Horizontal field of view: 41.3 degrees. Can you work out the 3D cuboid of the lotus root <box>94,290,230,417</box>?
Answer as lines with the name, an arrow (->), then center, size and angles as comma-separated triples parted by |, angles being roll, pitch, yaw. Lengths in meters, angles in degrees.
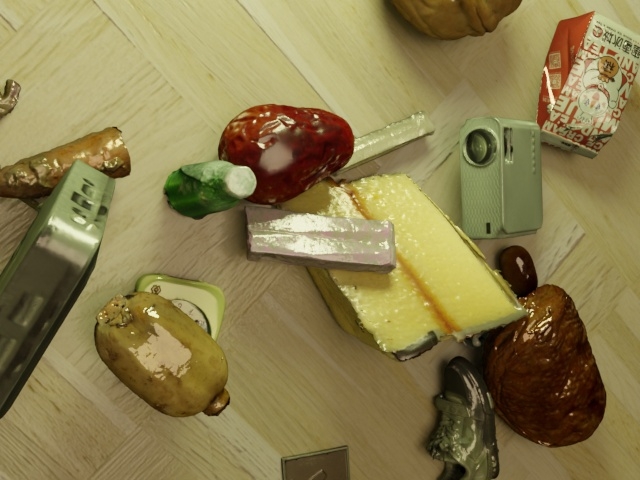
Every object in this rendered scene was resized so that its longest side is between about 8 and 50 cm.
lotus root -> -0.268, 0.208, 1.485 | 0.160, 0.146, 0.284 | -42, 110, 4

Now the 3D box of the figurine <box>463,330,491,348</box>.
figurine -> 0.346, 0.186, 1.842 | 0.094, 0.082, 0.086 | -11, 74, -21

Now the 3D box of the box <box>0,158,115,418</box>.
box -> -0.449, 0.086, 1.301 | 0.111, 0.396, 0.397 | 31, 101, -18

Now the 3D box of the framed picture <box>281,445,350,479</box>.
framed picture -> -0.007, 0.487, 1.744 | 0.149, 0.011, 0.109 | -5, 93, -22

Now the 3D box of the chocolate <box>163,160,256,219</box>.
chocolate -> -0.189, -0.095, 1.504 | 0.110, 0.291, 0.110 | 0, 90, -25

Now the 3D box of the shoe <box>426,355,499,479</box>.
shoe -> 0.287, 0.404, 1.807 | 0.149, 0.109, 0.293 | -21, 104, -26

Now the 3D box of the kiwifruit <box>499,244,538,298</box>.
kiwifruit -> 0.439, 0.069, 1.885 | 0.075, 0.075, 0.124 | -27, 104, -20

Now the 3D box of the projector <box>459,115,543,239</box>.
projector -> 0.381, -0.132, 1.799 | 0.198, 0.108, 0.251 | -8, 97, -52

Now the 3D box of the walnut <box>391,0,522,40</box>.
walnut -> 0.268, -0.552, 1.702 | 0.277, 0.252, 0.313 | -42, 116, -16

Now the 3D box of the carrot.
carrot -> -0.464, -0.123, 1.479 | 0.263, 0.102, 0.102 | -20, 99, -29

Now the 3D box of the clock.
clock -> -0.280, 0.183, 1.593 | 0.170, 0.069, 0.232 | 13, 88, -23

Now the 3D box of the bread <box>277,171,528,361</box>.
bread -> 0.157, 0.027, 1.692 | 0.345, 0.242, 0.405 | -27, 106, -20

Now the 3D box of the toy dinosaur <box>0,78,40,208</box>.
toy dinosaur -> -0.580, -0.148, 1.463 | 0.199, 0.072, 0.251 | -12, 87, -30

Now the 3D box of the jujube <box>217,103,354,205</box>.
jujube -> -0.065, -0.170, 1.617 | 0.255, 0.190, 0.190 | -12, 96, -25

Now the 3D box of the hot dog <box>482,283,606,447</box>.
hot dog -> 0.485, 0.270, 1.848 | 0.267, 0.174, 0.388 | -39, 120, -21

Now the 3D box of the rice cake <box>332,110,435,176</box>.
rice cake -> 0.119, -0.201, 1.756 | 0.256, 0.052, 0.057 | -25, 97, -20

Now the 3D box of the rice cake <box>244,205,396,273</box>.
rice cake -> -0.001, 0.001, 1.626 | 0.297, 0.050, 0.106 | 5, 62, -11

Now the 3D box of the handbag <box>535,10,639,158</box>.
handbag -> 0.583, -0.342, 1.901 | 0.171, 0.151, 0.298 | 21, 91, -18
